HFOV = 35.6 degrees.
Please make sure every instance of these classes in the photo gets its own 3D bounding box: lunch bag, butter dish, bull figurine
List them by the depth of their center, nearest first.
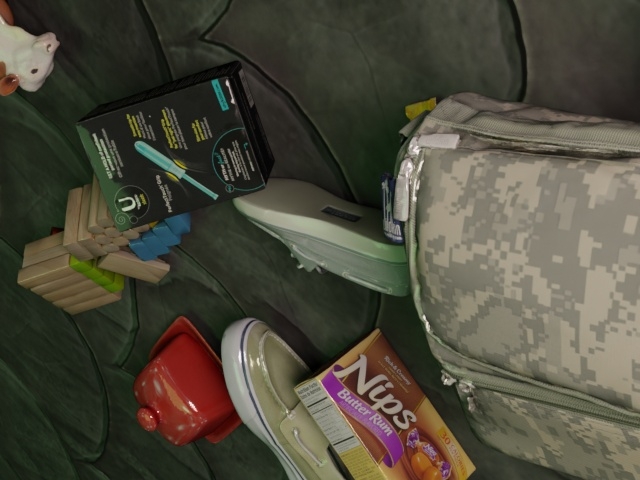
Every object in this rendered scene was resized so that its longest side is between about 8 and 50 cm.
[{"bbox_3d":[0.211,0.023,0.678,0.305,0.212,0.256,12,138,42],"label":"lunch bag"},{"bbox_3d":[-0.445,-0.289,1.239,0.310,0.101,0.189,21,135,41],"label":"bull figurine"},{"bbox_3d":[-0.191,0.208,1.315,0.160,0.118,0.160,51,141,7],"label":"butter dish"}]

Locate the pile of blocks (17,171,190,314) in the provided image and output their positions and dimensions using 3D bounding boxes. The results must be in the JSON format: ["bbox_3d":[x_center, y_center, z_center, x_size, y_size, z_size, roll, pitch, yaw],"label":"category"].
[{"bbox_3d":[-0.243,-0.034,1.241,0.362,0.148,0.113,-37,44,41],"label":"pile of blocks"}]

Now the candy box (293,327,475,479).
[{"bbox_3d":[0.069,0.199,1.055,0.187,0.109,0.053,56,140,1],"label":"candy box"}]

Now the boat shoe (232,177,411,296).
[{"bbox_3d":[0.001,0.000,1.014,0.227,0.079,0.081,20,124,31],"label":"boat shoe"}]

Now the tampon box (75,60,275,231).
[{"bbox_3d":[-0.144,-0.098,1.019,0.160,0.101,0.121,-16,107,8],"label":"tampon box"}]

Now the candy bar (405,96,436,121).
[{"bbox_3d":[0.116,-0.051,0.912,0.040,0.018,0.162,-5,112,50],"label":"candy bar"}]

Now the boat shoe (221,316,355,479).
[{"bbox_3d":[-0.010,0.213,1.166,0.094,0.109,0.302,-17,112,33],"label":"boat shoe"}]
